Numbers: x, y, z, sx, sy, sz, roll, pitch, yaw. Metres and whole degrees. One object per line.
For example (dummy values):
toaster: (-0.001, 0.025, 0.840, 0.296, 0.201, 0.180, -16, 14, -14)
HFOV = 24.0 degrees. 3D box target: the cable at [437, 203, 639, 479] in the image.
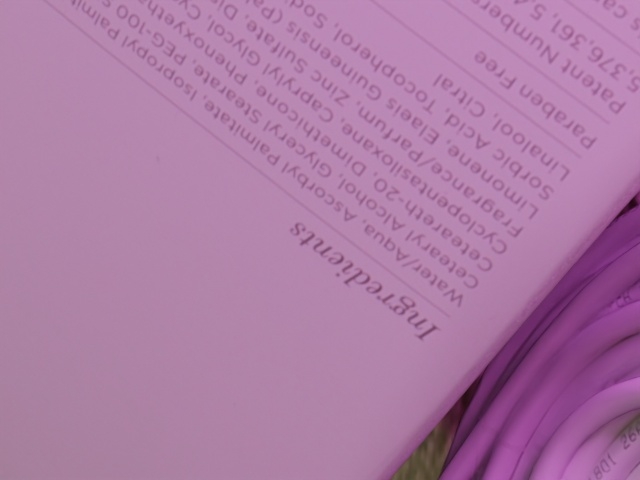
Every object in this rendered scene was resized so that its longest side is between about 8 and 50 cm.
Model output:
cable: (0.124, 0.110, 0.400, 0.257, 0.089, 0.257, 42, 115, 53)

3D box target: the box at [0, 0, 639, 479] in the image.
box: (0.014, -0.057, 0.451, 0.345, 0.168, 0.215, -55, -5, 36)
